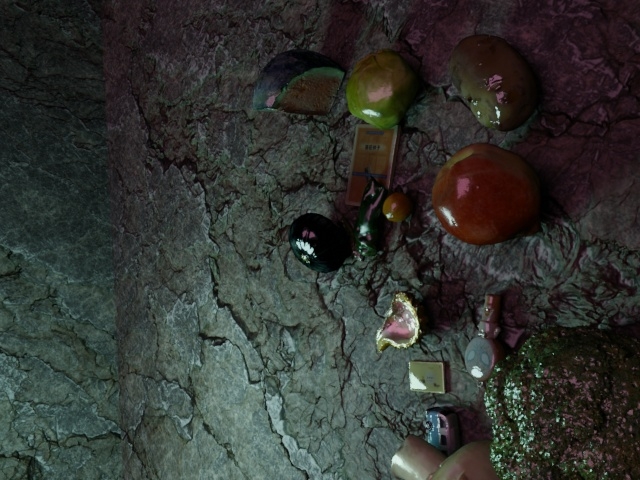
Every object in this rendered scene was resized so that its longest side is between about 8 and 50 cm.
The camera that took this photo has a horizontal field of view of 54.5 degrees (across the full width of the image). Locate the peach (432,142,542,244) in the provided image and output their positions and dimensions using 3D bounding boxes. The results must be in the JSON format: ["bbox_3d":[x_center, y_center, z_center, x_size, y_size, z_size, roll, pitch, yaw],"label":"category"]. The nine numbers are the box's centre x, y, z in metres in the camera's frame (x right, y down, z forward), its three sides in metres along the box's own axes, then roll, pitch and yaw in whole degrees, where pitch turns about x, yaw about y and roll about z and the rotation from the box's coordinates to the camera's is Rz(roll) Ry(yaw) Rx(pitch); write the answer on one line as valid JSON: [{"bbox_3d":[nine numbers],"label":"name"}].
[{"bbox_3d":[0.384,-0.094,1.391,0.232,0.257,0.232,-50,9,11],"label":"peach"}]

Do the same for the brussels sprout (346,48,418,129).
[{"bbox_3d":[0.167,-0.412,1.684,0.223,0.161,0.223,-2,88,55],"label":"brussels sprout"}]

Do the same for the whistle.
[{"bbox_3d":[0.394,0.235,1.460,0.107,0.057,0.220,2,83,62],"label":"whistle"}]

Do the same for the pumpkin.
[{"bbox_3d":[-0.008,0.008,1.838,0.194,0.194,0.150,32,83,45],"label":"pumpkin"}]

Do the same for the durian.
[{"bbox_3d":[0.218,0.227,1.643,0.140,0.078,0.224,53,135,22],"label":"durian"}]

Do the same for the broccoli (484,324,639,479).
[{"bbox_3d":[0.493,0.311,1.168,0.413,0.310,0.321,-32,65,3],"label":"broccoli"}]

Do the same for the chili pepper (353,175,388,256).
[{"bbox_3d":[0.138,-0.068,1.745,0.098,0.061,0.224,26,115,52],"label":"chili pepper"}]

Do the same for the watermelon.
[{"bbox_3d":[-0.052,-0.459,1.894,0.148,0.318,0.226,15,139,43],"label":"watermelon"}]

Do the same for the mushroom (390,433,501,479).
[{"bbox_3d":[0.290,0.561,1.373,0.336,0.314,0.314,24,104,46],"label":"mushroom"}]

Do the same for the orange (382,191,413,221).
[{"bbox_3d":[0.208,-0.090,1.676,0.085,0.085,0.085,-6,83,48],"label":"orange"}]

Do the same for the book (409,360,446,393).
[{"bbox_3d":[0.275,0.352,1.607,0.111,0.014,0.077,-9,80,47],"label":"book"}]

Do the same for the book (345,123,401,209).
[{"bbox_3d":[0.148,-0.215,1.795,0.170,0.018,0.241,12,96,47],"label":"book"}]

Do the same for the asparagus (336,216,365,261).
[{"bbox_3d":[0.091,-0.003,1.832,0.036,0.030,0.165,-34,57,13],"label":"asparagus"}]

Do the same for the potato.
[{"bbox_3d":[0.400,-0.371,1.435,0.165,0.165,0.262,-39,63,39],"label":"potato"}]

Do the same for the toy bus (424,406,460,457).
[{"bbox_3d":[0.304,0.476,1.532,0.075,0.060,0.122,-9,82,43],"label":"toy bus"}]
